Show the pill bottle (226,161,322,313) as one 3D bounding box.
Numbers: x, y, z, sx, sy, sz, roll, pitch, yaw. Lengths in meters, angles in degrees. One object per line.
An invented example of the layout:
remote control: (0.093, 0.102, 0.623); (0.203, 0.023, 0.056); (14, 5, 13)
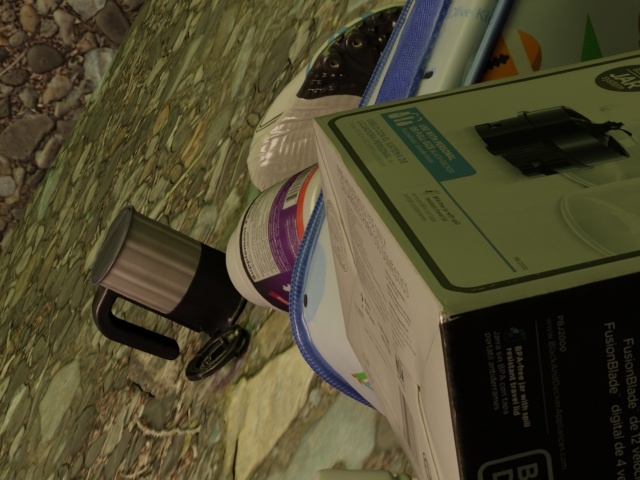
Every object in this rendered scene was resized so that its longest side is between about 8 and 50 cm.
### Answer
pill bottle: (0.000, 0.000, 1.058); (0.193, 0.108, 0.108); (-22, 46, 62)

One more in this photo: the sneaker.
sneaker: (0.014, -0.132, 1.225); (0.237, 0.085, 0.086); (-44, 20, 36)

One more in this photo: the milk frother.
milk frother: (-0.140, 0.052, 1.301); (0.129, 0.134, 0.143); (-67, 20, -6)

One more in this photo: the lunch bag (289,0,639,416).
lunch bag: (0.129, -0.045, 0.596); (0.115, 0.243, 0.303); (1, 68, 68)

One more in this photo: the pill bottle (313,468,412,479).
pill bottle: (0.089, 0.119, 0.439); (0.112, 0.186, 0.112); (-177, 90, -87)

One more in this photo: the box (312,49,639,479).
box: (0.157, -0.005, 0.433); (0.169, 0.290, 0.087); (-116, 15, -66)
